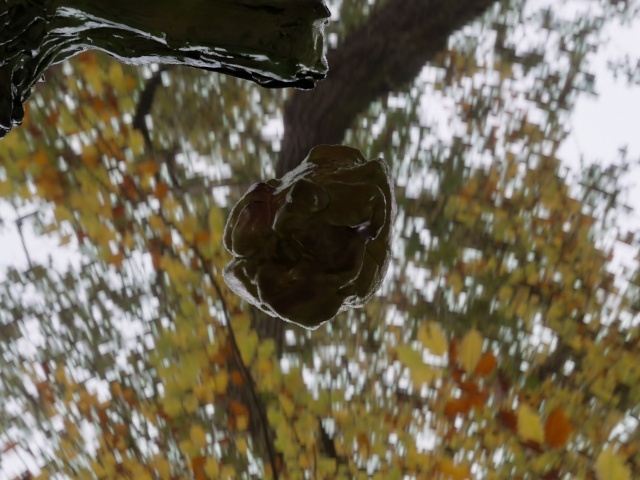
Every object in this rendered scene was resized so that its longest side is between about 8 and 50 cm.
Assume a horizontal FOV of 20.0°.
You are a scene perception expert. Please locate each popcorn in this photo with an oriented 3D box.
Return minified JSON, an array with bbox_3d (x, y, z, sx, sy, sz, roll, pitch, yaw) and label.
[{"bbox_3d":[0.001,-0.001,1.061,0.109,0.089,0.097,-49,-67,-14],"label":"popcorn"}]

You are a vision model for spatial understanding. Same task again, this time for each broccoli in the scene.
[{"bbox_3d":[-0.134,-0.140,1.172,0.274,0.198,0.177,12,-93,-5],"label":"broccoli"}]
